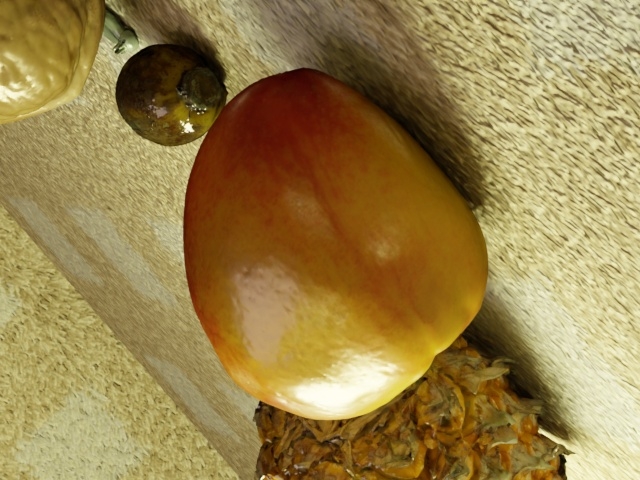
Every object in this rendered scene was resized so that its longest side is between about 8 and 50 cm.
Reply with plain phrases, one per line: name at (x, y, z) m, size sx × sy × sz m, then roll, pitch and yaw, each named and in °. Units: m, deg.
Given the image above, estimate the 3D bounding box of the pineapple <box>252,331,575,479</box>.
pineapple at (0.096, 0.248, 1.729) m, size 0.352 × 0.352 × 0.300 m, roll 29°, pitch 166°, yaw 46°

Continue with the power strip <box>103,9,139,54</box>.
power strip at (-0.260, -0.257, 1.925) m, size 0.083 × 0.035 × 0.055 m, roll 39°, pitch 163°, yaw 33°

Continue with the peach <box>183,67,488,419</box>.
peach at (-0.004, 0.002, 1.480) m, size 0.308 × 0.289 × 0.289 m, roll 43°, pitch 165°, yaw -14°

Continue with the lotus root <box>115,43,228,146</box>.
lotus root at (-0.179, -0.169, 1.798) m, size 0.120 × 0.120 × 0.209 m, roll 52°, pitch 163°, yaw -19°

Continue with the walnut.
walnut at (-0.401, -0.282, 1.781) m, size 0.333 × 0.333 × 0.333 m, roll 42°, pitch 164°, yaw 15°
